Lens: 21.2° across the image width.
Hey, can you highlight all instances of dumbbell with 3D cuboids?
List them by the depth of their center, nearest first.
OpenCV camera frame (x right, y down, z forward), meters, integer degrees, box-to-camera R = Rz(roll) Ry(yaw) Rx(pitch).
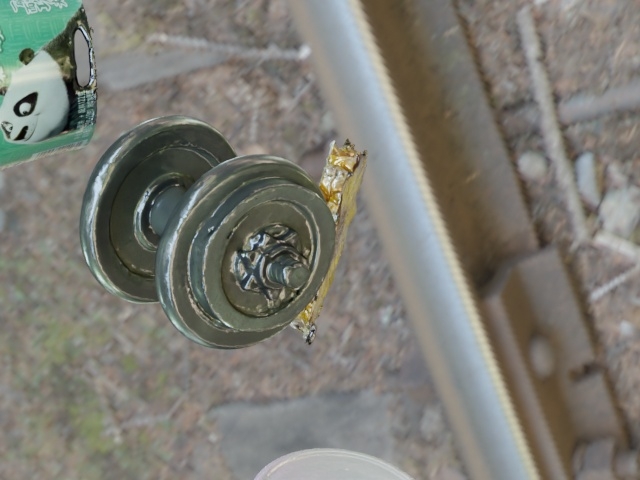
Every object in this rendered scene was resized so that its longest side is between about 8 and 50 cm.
[{"bbox_3d":[-0.111,-0.008,1.611,0.290,0.192,0.192,26,132,46],"label":"dumbbell"}]

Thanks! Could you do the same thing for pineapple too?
[{"bbox_3d":[0.000,0.000,1.761,0.047,0.221,0.221,16,123,4],"label":"pineapple"}]

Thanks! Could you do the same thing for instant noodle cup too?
[{"bbox_3d":[-0.339,-0.170,1.690,0.251,0.190,0.251,38,133,55],"label":"instant noodle cup"}]

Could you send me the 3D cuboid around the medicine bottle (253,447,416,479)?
[{"bbox_3d":[0.000,0.418,1.892,0.256,0.256,0.324,17,121,14],"label":"medicine bottle"}]
